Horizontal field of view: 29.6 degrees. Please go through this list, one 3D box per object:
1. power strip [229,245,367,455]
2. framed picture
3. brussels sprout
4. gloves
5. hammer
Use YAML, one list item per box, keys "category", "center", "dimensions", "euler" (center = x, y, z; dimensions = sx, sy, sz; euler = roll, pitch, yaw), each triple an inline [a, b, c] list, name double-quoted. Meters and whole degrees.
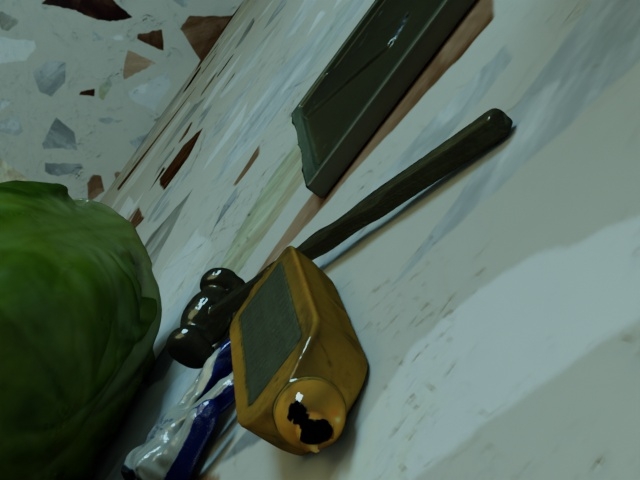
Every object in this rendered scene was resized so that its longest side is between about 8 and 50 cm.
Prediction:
- category: "power strip"
  center: [-0.010, 0.045, 0.478]
  dimensions: [0.049, 0.028, 0.178]
  euler: [-53, 12, 7]
- category: "framed picture"
  center: [0.043, -0.129, 0.784]
  dimensions: [0.184, 0.016, 0.250]
  euler: [-53, 12, 10]
- category: "brussels sprout"
  center: [-0.209, 0.067, 0.775]
  dimensions: [0.271, 0.210, 0.219]
  euler: [-36, -32, -51]
- category: "gloves"
  center: [-0.058, 0.083, 0.566]
  dimensions: [0.086, 0.026, 0.064]
  euler: [-54, 13, -22]
- category: "hammer"
  center: [0.000, 0.000, 0.581]
  dimensions: [0.292, 0.029, 0.058]
  euler: [-34, 25, 54]
